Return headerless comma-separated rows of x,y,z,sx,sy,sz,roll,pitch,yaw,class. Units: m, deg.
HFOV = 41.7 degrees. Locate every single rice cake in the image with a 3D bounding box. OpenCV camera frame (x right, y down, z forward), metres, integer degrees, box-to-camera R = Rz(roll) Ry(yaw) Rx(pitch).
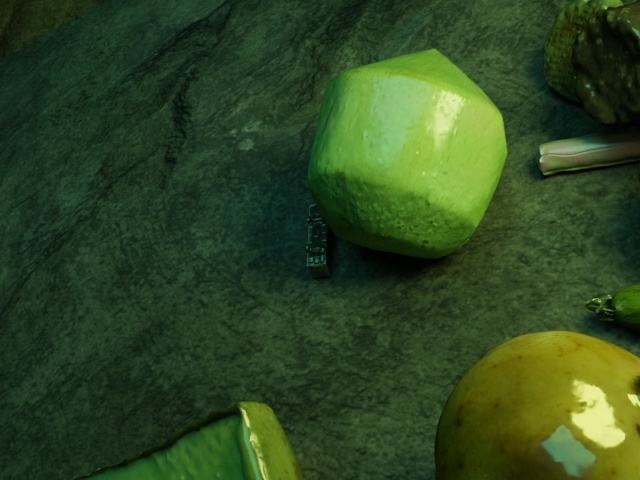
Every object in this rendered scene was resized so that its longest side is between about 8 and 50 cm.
0.462,-0.144,1.284,0.270,0.049,0.055,-7,48,22,rice cake

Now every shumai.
0.470,-0.319,1.416,0.142,0.184,0.184,-16,34,-33,shumai

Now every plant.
0.520,-0.270,1.231,0.276,0.188,0.199,-10,8,-21,plant

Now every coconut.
0.133,-0.143,1.289,0.328,0.281,0.328,-38,42,44,coconut

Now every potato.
-0.114,0.371,1.026,0.330,0.212,0.280,-31,65,29,potato

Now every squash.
0.485,0.106,1.029,0.318,0.080,0.071,21,24,38,squash

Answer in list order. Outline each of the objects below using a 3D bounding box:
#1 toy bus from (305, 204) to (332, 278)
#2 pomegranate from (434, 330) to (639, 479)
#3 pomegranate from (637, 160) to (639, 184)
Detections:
0.000,0.000,1.389,0.037,0.052,0.131,-9,49,13,toy bus
0.256,0.242,0.886,0.307,0.307,0.307,-14,45,15,pomegranate
0.550,-0.085,1.058,0.252,0.229,0.270,-36,49,-6,pomegranate
